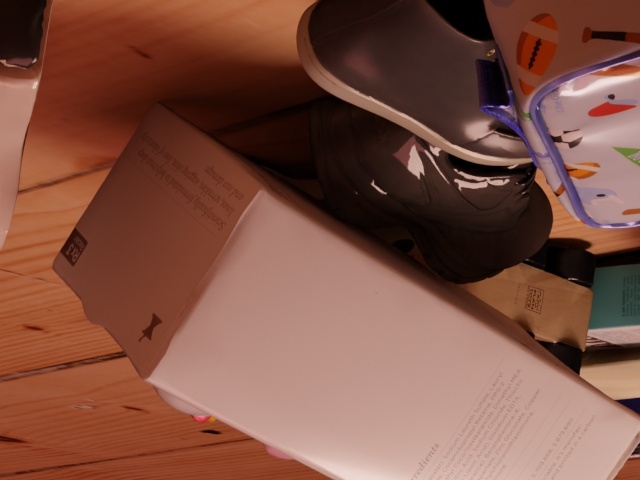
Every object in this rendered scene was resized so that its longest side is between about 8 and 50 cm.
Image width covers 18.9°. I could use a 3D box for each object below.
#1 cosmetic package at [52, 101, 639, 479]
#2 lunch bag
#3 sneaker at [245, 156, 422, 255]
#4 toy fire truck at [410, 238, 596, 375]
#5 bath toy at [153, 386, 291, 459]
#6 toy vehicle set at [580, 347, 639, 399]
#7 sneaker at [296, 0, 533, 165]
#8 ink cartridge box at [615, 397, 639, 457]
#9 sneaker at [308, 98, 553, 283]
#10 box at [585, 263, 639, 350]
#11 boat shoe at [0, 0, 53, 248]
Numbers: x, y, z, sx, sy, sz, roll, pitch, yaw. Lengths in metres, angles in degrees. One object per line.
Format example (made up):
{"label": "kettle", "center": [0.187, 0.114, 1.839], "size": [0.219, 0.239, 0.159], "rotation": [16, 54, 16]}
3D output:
{"label": "cosmetic package", "center": [0.020, 0.076, 1.386], "size": [0.385, 0.156, 0.217], "rotation": [33, -177, -33]}
{"label": "lunch bag", "center": [0.209, -0.107, 1.051], "size": [0.243, 0.115, 0.303], "rotation": [-17, 160, 10]}
{"label": "sneaker", "center": [0.000, 0.000, 1.526], "size": [0.272, 0.108, 0.100], "rotation": [3, 162, -13]}
{"label": "toy fire truck", "center": [0.092, 0.067, 1.721], "size": [0.246, 0.158, 0.217], "rotation": [3, 170, 41]}
{"label": "bath toy", "center": [-0.011, 0.154, 1.911], "size": [0.348, 0.151, 0.129], "rotation": [7, 168, 31]}
{"label": "toy vehicle set", "center": [0.251, 0.117, 1.906], "size": [0.267, 0.035, 0.166], "rotation": [-9, -166, 33]}
{"label": "sneaker", "center": [0.106, -0.108, 1.180], "size": [0.222, 0.083, 0.118], "rotation": [13, 160, -34]}
{"label": "ink cartridge box", "center": [0.339, 0.165, 1.956], "size": [0.176, 0.069, 0.371], "rotation": [-7, -177, -7]}
{"label": "sneaker", "center": [0.112, -0.044, 1.384], "size": [0.130, 0.109, 0.286], "rotation": [-20, 160, 28]}
{"label": "box", "center": [0.247, 0.066, 1.804], "size": [0.244, 0.060, 0.100], "rotation": [-7, 164, 38]}
{"label": "boat shoe", "center": [-0.261, -0.093, 1.215], "size": [0.158, 0.127, 0.340], "rotation": [10, 155, -10]}
